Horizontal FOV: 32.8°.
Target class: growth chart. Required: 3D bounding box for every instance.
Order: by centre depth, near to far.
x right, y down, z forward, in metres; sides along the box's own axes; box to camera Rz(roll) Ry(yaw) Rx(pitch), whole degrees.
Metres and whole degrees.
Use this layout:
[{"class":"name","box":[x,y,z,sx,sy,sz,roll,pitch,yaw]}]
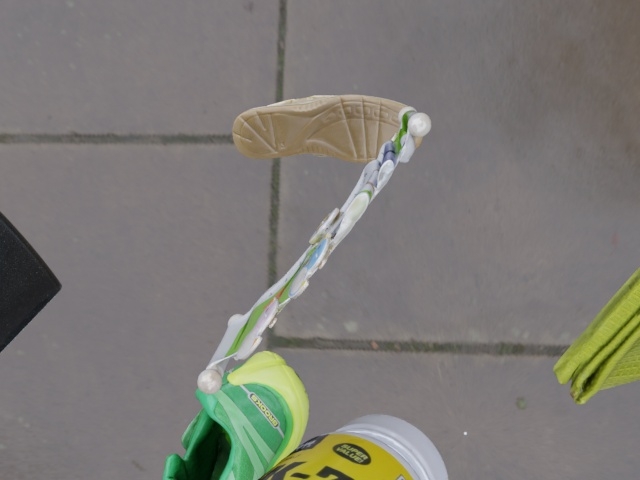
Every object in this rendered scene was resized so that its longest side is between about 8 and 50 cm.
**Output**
[{"class":"growth chart","box":[0.000,0.000,0.742,0.021,0.172,0.237,39,92,-4]}]

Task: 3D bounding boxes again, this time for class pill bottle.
[{"class":"pill bottle","box":[0.003,0.199,0.724,0.119,0.208,0.119,7,106,26]}]

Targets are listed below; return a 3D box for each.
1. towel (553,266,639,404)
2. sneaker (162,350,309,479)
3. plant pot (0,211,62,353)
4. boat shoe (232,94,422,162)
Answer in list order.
[{"class":"towel","box":[0.169,-0.024,0.325,0.102,0.237,0.021,-2,52,-30]},{"class":"sneaker","box":[-0.096,0.234,1.033,0.109,0.123,0.296,42,131,45]},{"class":"plant pot","box":[-0.361,0.022,0.876,0.188,0.167,0.187,4,39,32]},{"class":"boat shoe","box":[0.009,-0.105,0.974,0.170,0.059,0.063,2,109,10]}]
